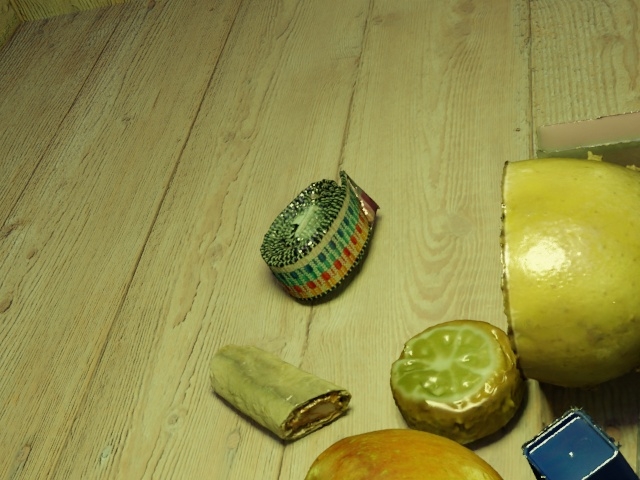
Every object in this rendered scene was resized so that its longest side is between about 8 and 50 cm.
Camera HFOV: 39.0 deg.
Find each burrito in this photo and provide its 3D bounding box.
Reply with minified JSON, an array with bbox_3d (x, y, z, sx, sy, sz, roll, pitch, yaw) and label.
[{"bbox_3d":[-0.091,0.299,1.812,0.299,0.105,0.143,21,51,40],"label":"burrito"}]

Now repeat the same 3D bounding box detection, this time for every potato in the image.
[{"bbox_3d":[0.495,0.055,1.601,0.319,0.385,0.442,-6,44,21],"label":"potato"}]

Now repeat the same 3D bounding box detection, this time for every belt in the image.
[{"bbox_3d":[0.000,0.000,2.063,0.206,0.160,0.295,-13,36,36],"label":"belt"}]

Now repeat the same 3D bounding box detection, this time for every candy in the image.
[{"bbox_3d":[0.256,0.259,1.699,0.259,0.118,0.260,-13,38,10],"label":"candy"}]

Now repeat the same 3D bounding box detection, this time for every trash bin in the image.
[{"bbox_3d":[0.409,0.391,1.383,0.184,0.235,0.162,-36,33,-2],"label":"trash bin"}]

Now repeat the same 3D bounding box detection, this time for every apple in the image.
[{"bbox_3d":[0.131,0.463,1.309,0.374,0.374,0.384,-18,26,3],"label":"apple"}]

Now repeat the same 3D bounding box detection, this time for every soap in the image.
[{"bbox_3d":[0.601,-0.122,1.842,0.296,0.285,0.107,-6,45,15],"label":"soap"}]

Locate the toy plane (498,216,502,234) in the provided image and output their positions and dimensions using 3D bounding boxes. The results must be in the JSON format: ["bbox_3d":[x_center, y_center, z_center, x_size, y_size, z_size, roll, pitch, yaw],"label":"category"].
[{"bbox_3d":[0.416,-0.001,1.947,0.053,0.078,0.197,-13,27,13],"label":"toy plane"}]

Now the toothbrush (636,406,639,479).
[{"bbox_3d":[0.532,0.395,1.505,0.026,0.024,0.288,-12,40,32],"label":"toothbrush"}]
